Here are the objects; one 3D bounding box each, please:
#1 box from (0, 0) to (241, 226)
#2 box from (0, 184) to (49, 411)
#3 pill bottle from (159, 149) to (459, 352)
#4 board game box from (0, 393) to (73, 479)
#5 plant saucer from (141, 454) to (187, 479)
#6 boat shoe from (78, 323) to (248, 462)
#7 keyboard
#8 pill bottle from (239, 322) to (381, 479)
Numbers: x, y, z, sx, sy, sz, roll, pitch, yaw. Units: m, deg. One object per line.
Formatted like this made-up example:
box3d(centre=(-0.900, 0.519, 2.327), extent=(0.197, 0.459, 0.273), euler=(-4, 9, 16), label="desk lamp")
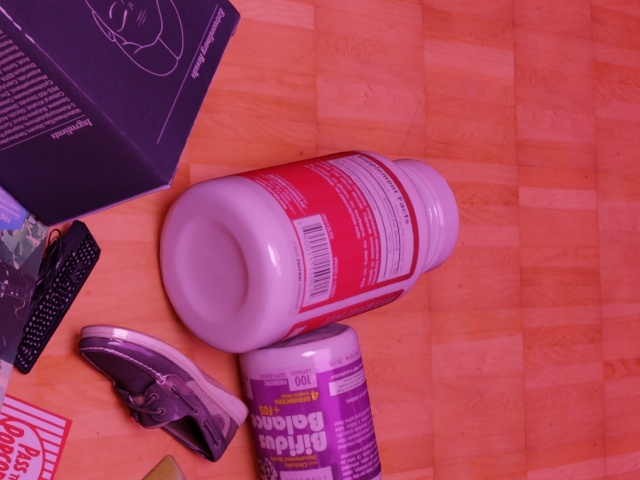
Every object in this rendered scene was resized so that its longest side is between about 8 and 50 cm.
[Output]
box3d(centre=(-0.318, -0.264, 1.509), extent=(0.395, 0.212, 0.293), euler=(47, 43, -32), label="box")
box3d(centre=(-0.426, 0.029, 1.492), extent=(0.232, 0.058, 0.322), euler=(33, 55, -39), label="box")
box3d(centre=(0.000, 0.000, 1.841), extent=(0.407, 0.229, 0.229), euler=(-15, 98, -45), label="pill bottle")
box3d(centre=(-0.394, 0.246, 1.555), extent=(0.193, 0.045, 0.147), euler=(31, 66, -40), label="board game box")
box3d(centre=(-0.201, 0.409, 1.741), extent=(0.188, 0.045, 0.188), euler=(-42, 117, -38), label="plant saucer")
box3d(centre=(-0.202, 0.198, 1.716), extent=(0.285, 0.103, 0.092), euler=(42, 55, -42), label="boat shoe")
box3d(centre=(-0.321, 0.065, 1.628), extent=(0.192, 0.038, 0.100), euler=(-64, 148, -28), label="keyboard")
box3d(centre=(-0.007, 0.278, 1.858), extent=(0.169, 0.169, 0.301), euler=(-16, 98, -45), label="pill bottle")
